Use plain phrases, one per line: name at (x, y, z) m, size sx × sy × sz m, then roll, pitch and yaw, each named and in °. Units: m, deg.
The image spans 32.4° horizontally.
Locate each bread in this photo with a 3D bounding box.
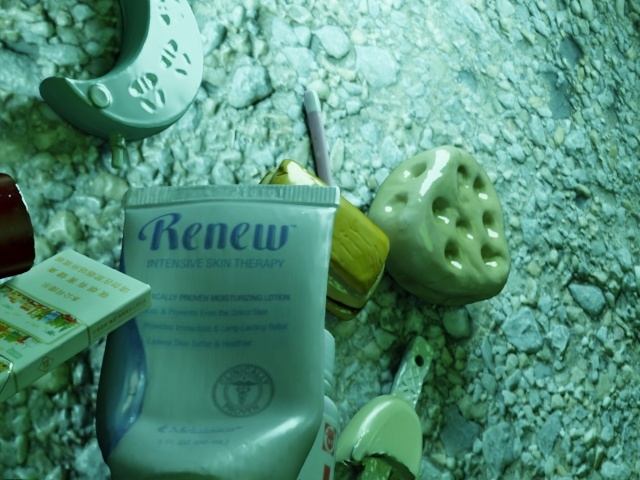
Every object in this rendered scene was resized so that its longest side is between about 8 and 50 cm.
bread at (0.000, 0.000, 1.335) m, size 0.200 × 0.077 × 0.116 m, roll 39°, pitch 51°, yaw -21°

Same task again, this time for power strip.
power strip at (-0.210, -0.195, 1.220) m, size 0.167 × 0.054 × 0.253 m, roll 34°, pitch 54°, yaw -31°

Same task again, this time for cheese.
cheese at (0.093, 0.216, 1.379) m, size 0.127 × 0.049 × 0.235 m, roll 42°, pitch 49°, yaw -23°
cheese at (0.163, -0.011, 1.480) m, size 0.235 × 0.117 × 0.218 m, roll -34°, pitch 101°, yaw -47°

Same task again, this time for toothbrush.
toothbrush at (0.011, -0.057, 1.415) m, size 0.025 × 0.020 × 0.287 m, roll 3°, pitch 75°, yaw -53°

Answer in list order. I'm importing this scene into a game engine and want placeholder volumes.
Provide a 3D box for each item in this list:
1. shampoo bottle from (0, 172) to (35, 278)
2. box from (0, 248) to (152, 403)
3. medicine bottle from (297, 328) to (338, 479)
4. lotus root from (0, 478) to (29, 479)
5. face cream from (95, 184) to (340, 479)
shampoo bottle at (-0.381, 0.007, 0.970) m, size 0.260 × 0.064 × 0.102 m, roll -17°, pitch 91°, yaw -46°
box at (-0.276, 0.079, 1.018) m, size 0.220 × 0.122 × 0.032 m, roll -35°, pitch 138°, yaw -45°
medicine bottle at (-0.059, 0.217, 1.155) m, size 0.152 × 0.152 × 0.255 m, roll 26°, pitch 58°, yaw -37°
lotus root at (-0.235, 0.312, 0.947) m, size 0.309 × 0.173 × 0.173 m, roll 47°, pitch 48°, yaw -19°
face cream at (-0.103, 0.115, 1.080) m, size 0.137 × 0.234 × 0.420 m, roll 81°, pitch 10°, yaw -54°
